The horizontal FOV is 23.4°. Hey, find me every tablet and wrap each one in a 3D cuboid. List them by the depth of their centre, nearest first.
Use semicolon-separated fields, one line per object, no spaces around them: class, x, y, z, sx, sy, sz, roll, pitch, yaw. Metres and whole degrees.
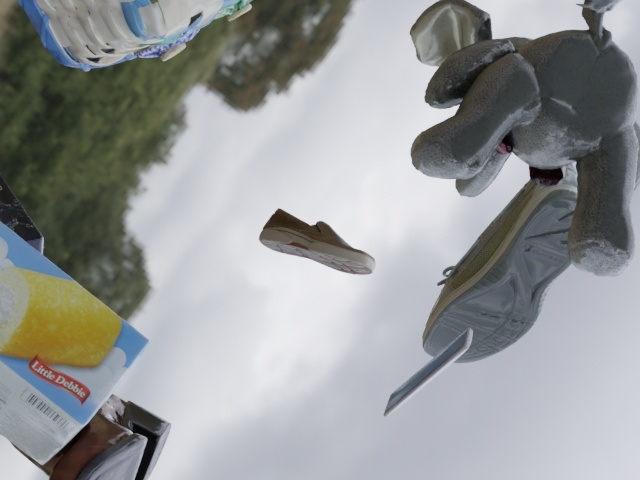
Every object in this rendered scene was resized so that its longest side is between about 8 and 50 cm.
tablet;0.081;0.099;1.150;0.083;0.006;0.054;-42;-178;14

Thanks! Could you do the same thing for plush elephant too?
plush elephant;0.224;-0.146;1.727;0.330;0.272;0.255;-70;-164;-11

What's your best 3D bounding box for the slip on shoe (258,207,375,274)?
slip on shoe;0.000;0.000;1.571;0.135;0.051;0.041;14;-108;36

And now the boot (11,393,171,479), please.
boot;-0.280;0.141;1.311;0.264;0.280;0.096;-57;170;-78

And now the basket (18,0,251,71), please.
basket;-0.164;-0.251;1.232;0.255;0.201;0.289;-35;-147;-29

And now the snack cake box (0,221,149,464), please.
snack cake box;-0.273;0.046;1.167;0.089;0.264;0.152;-54;-174;-27

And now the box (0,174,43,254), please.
box;-0.393;0.001;1.608;0.156;0.158;0.093;49;-40;38

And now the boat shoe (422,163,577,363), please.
boat shoe;0.235;0.034;1.972;0.320;0.118;0.103;-58;-160;34
